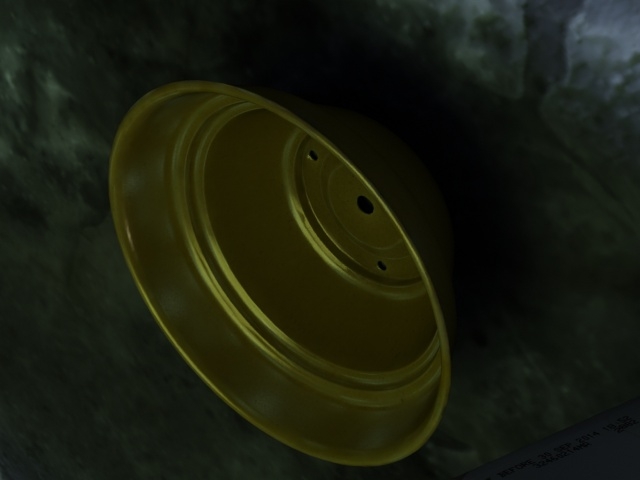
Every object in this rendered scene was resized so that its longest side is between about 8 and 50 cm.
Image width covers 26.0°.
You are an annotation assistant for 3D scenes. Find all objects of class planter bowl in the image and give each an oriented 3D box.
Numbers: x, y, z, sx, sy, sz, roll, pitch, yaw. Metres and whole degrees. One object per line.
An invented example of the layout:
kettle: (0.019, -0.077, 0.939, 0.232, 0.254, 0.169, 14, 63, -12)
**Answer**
planter bowl: (0.000, 0.000, 0.704, 0.217, 0.090, 0.217, 26, 135, 29)

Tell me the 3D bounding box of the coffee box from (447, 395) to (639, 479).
coffee box: (0.158, 0.230, 0.607, 0.119, 0.168, 0.297, 23, 126, 56)
